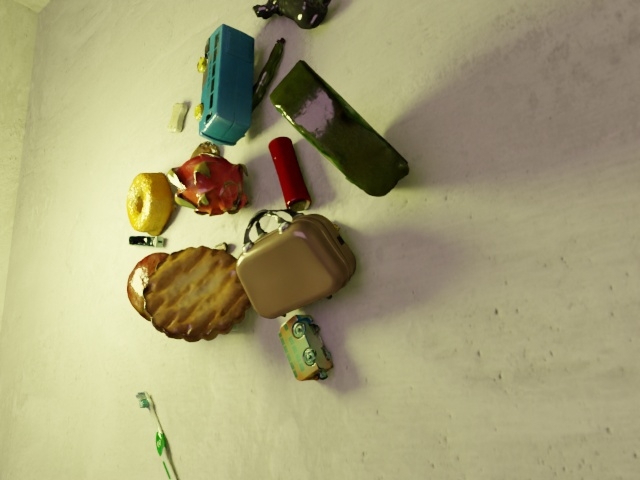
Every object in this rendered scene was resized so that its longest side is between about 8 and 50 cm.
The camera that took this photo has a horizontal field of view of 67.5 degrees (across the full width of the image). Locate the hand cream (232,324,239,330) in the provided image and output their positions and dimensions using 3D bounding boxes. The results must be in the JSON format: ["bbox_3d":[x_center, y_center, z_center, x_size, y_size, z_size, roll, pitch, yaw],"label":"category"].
[{"bbox_3d":[-0.366,0.263,1.549,0.255,0.048,0.079,-4,45,35],"label":"hand cream"}]

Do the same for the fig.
[{"bbox_3d":[-0.532,0.169,1.605,0.224,0.224,0.263,-46,57,20],"label":"fig"}]

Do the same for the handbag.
[{"bbox_3d":[-0.085,0.042,1.266,0.302,0.149,0.283,-27,97,33],"label":"handbag"}]

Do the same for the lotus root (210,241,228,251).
[{"bbox_3d":[-0.335,0.029,1.596,0.083,0.030,0.037,-22,96,35],"label":"lotus root"}]

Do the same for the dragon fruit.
[{"bbox_3d":[-0.353,-0.176,1.543,0.227,0.224,0.224,17,90,36],"label":"dragon fruit"}]

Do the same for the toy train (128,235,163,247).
[{"bbox_3d":[-0.683,0.003,1.861,0.208,0.047,0.043,2,87,39],"label":"toy train"}]

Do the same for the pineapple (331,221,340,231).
[{"bbox_3d":[0.000,0.000,1.321,0.114,0.077,0.114,24,107,45],"label":"pineapple"}]

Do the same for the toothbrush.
[{"bbox_3d":[-0.523,0.681,1.586,0.042,0.040,0.418,-48,59,21],"label":"toothbrush"}]

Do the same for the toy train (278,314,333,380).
[{"bbox_3d":[-0.041,0.290,1.277,0.099,0.072,0.188,-39,58,24],"label":"toy train"}]

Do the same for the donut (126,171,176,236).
[{"bbox_3d":[-0.655,-0.142,1.841,0.254,0.118,0.253,2,92,47],"label":"donut"}]

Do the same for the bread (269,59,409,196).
[{"bbox_3d":[0.043,-0.265,1.159,0.129,0.366,0.382,-46,58,14],"label":"bread"}]

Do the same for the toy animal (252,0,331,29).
[{"bbox_3d":[-0.089,-0.785,1.558,0.343,0.106,0.168,36,109,44],"label":"toy animal"}]

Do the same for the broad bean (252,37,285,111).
[{"bbox_3d":[-0.187,-0.546,1.611,0.297,0.043,0.060,-62,32,8],"label":"broad bean"}]

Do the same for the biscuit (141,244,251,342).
[{"bbox_3d":[-0.367,0.166,1.453,0.107,0.326,0.325,100,147,-53],"label":"biscuit"}]

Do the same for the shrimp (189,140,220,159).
[{"bbox_3d":[-0.450,-0.236,1.728,0.117,0.066,0.262,29,99,39],"label":"shrimp"}]

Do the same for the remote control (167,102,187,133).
[{"bbox_3d":[-0.566,-0.484,1.897,0.074,0.032,0.122,16,90,39],"label":"remote control"}]

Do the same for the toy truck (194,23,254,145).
[{"bbox_3d":[-0.316,-0.515,1.602,0.162,0.161,0.384,-20,64,51],"label":"toy truck"}]

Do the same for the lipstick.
[{"bbox_3d":[-0.093,-0.200,1.433,0.080,0.080,0.241,-32,62,28],"label":"lipstick"}]
